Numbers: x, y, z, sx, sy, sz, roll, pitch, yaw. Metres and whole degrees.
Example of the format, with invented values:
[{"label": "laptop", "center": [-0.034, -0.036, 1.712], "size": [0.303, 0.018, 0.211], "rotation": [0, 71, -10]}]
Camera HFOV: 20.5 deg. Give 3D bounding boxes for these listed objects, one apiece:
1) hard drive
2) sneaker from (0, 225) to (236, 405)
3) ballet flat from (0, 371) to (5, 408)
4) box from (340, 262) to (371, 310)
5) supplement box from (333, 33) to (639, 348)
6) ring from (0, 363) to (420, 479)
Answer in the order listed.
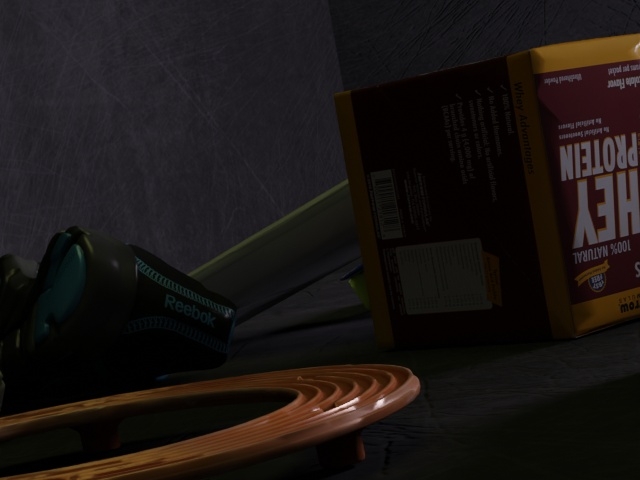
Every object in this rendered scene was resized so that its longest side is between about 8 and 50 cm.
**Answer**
[{"label": "hard drive", "center": [0.000, 0.000, 1.521], "size": [0.353, 0.047, 0.233], "rotation": [-29, -6, 26]}, {"label": "sneaker", "center": [-0.182, 0.078, 1.349], "size": [0.139, 0.125, 0.341], "rotation": [19, -13, -22]}, {"label": "ballet flat", "center": [-0.261, 0.102, 1.108], "size": [0.106, 0.107, 0.316], "rotation": [10, 10, 8]}, {"label": "box", "center": [0.103, 0.016, 1.697], "size": [0.109, 0.042, 0.178], "rotation": [-35, -9, 25]}, {"label": "supplement box", "center": [0.134, -0.032, 1.242], "size": [0.129, 0.191, 0.194], "rotation": [-12, 3, -41]}, {"label": "ring", "center": [-0.116, 0.108, 0.858], "size": [0.336, 0.032, 0.336], "rotation": [-11, 1, 0]}]
